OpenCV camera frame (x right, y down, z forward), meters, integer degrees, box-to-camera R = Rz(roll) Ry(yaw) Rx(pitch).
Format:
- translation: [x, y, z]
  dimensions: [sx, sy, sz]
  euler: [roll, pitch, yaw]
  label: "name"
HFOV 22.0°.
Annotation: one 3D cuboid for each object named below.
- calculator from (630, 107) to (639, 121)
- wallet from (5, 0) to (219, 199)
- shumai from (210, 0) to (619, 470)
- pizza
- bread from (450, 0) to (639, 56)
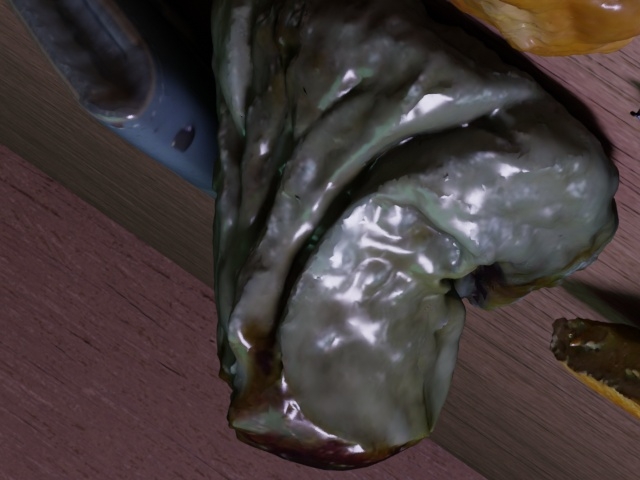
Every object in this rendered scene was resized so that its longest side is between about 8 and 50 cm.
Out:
- translation: [0.256, 0.041, 0.818]
  dimensions: [0.261, 0.021, 0.161]
  euler: [51, -179, 38]
  label: "calculator"
- translation: [-0.115, -0.121, 1.199]
  dimensions: [0.252, 0.083, 0.360]
  euler: [53, -174, 24]
  label: "wallet"
- translation: [0.000, 0.000, 1.020]
  dimensions: [0.304, 0.263, 0.309]
  euler: [32, 170, 9]
  label: "shumai"
- translation: [0.303, 0.131, 1.131]
  dimensions: [0.280, 0.075, 0.288]
  euler: [33, 178, -1]
  label: "pizza"
- translation: [0.073, -0.140, 0.521]
  dimensions: [0.143, 0.139, 0.229]
  euler: [40, 172, 25]
  label: "bread"
